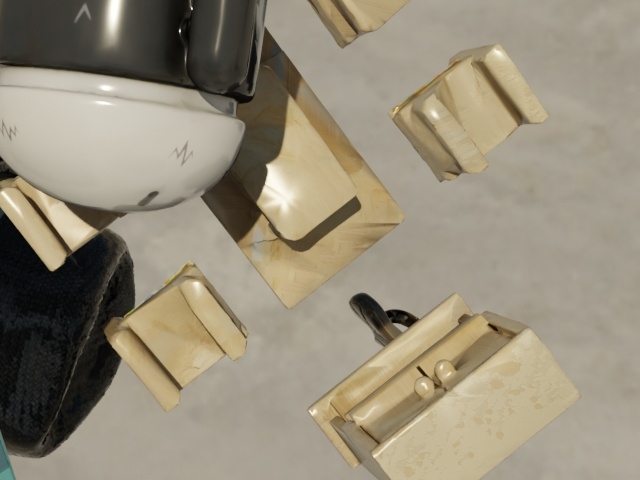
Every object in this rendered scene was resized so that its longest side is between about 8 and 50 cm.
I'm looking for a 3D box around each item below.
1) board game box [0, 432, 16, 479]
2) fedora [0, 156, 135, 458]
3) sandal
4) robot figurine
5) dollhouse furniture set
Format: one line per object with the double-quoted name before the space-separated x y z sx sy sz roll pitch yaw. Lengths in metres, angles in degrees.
"board game box" -0.293 0.045 1.003 0.079 0.336 0.254 -35 61 -22
"fedora" -0.274 0.083 1.587 0.152 0.334 0.334 16 46 13
"sandal" 0.104 0.116 2.217 0.060 0.219 0.090 -48 51 -7
"robot figurine" -0.115 -0.156 1.063 0.174 0.278 0.209 8 0 4
"dollhouse furniture set" 0.000 0.000 1.351 0.362 0.394 0.256 -38 9 -7
